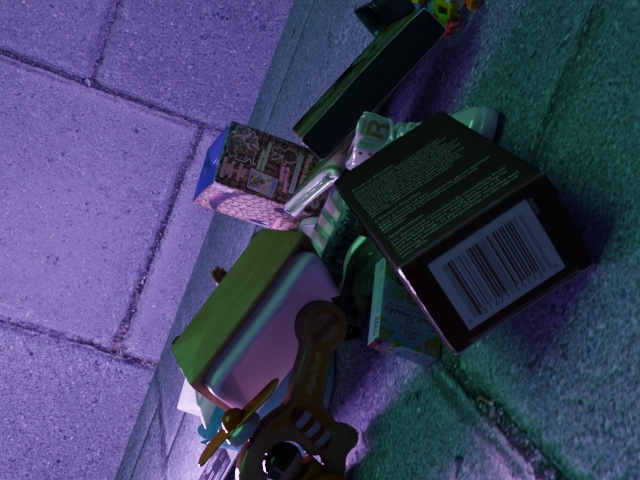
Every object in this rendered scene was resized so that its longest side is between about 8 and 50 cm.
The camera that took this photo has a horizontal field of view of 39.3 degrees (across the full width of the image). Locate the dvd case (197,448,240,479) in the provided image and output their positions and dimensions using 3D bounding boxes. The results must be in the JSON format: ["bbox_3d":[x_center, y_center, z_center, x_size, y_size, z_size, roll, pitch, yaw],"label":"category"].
[{"bbox_3d":[-0.249,0.565,2.065,0.238,0.030,0.179,-60,16,-2],"label":"dvd case"}]

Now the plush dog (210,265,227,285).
[{"bbox_3d":[-0.119,0.093,2.013,0.262,0.211,0.225,-64,-6,23],"label":"plush dog"}]

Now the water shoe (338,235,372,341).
[{"bbox_3d":[0.076,0.082,1.569,0.080,0.073,0.203,48,125,49],"label":"water shoe"}]

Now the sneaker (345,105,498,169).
[{"bbox_3d":[0.140,-0.152,1.412,0.292,0.169,0.108,-36,36,62],"label":"sneaker"}]

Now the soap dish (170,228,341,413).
[{"bbox_3d":[-0.102,0.134,1.463,0.290,0.118,0.229,-54,-25,-11],"label":"soap dish"}]

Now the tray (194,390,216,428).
[{"bbox_3d":[-0.181,0.197,1.658,0.145,0.030,0.270,-127,58,-73],"label":"tray"}]

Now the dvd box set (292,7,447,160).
[{"bbox_3d":[0.074,-0.291,1.690,0.307,0.062,0.420,-47,9,5],"label":"dvd box set"}]

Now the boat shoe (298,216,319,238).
[{"bbox_3d":[0.001,0.000,1.862,0.227,0.079,0.081,-11,56,68],"label":"boat shoe"}]

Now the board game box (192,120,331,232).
[{"bbox_3d":[-0.106,-0.123,1.975,0.232,0.291,0.141,154,133,-69],"label":"board game box"}]

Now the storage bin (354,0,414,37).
[{"bbox_3d":[0.150,-0.499,1.954,0.091,0.098,0.135,-43,15,-3],"label":"storage bin"}]

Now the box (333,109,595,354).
[{"bbox_3d":[0.158,-0.029,1.127,0.191,0.143,0.381,-34,22,3],"label":"box"}]

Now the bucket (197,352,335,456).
[{"bbox_3d":[-0.103,0.279,1.696,0.281,0.183,0.281,-161,90,-75],"label":"bucket"}]

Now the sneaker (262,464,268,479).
[{"bbox_3d":[-0.165,0.362,1.857,0.107,0.124,0.283,129,143,-48],"label":"sneaker"}]

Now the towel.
[{"bbox_3d":[0.062,-0.202,1.790,0.324,0.038,0.248,-54,8,-28],"label":"towel"}]

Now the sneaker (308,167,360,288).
[{"bbox_3d":[0.048,-0.019,1.653,0.131,0.112,0.318,142,147,-63],"label":"sneaker"}]

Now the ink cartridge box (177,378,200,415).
[{"bbox_3d":[-0.203,0.288,2.275,0.385,0.091,0.308,-14,56,52],"label":"ink cartridge box"}]

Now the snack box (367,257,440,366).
[{"bbox_3d":[0.124,0.100,1.291,0.037,0.100,0.141,131,154,-51],"label":"snack box"}]

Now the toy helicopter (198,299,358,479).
[{"bbox_3d":[-0.046,0.263,1.395,0.140,0.235,0.354,170,114,-73],"label":"toy helicopter"}]

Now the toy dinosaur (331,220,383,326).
[{"bbox_3d":[0.092,0.058,1.419,0.313,0.121,0.160,-95,15,-65],"label":"toy dinosaur"}]

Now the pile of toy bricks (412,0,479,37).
[{"bbox_3d":[0.220,-0.420,1.621,0.212,0.118,0.105,-135,35,-55],"label":"pile of toy bricks"}]
